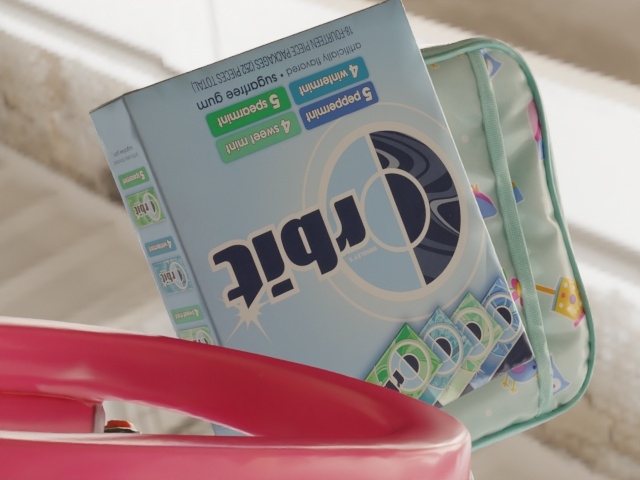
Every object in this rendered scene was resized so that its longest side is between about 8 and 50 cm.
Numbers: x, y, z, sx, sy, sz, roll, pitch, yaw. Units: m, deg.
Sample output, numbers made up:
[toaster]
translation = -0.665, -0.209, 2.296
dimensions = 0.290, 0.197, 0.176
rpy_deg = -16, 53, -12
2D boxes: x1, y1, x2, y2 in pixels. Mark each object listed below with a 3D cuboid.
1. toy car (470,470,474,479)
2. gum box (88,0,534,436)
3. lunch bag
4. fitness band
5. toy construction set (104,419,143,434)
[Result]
[toy car]
translation = 0.081, 0.231, 1.282
dimensions = 0.182, 0.136, 0.159
rpy_deg = 25, -106, 27
[gum box]
translation = 0.000, 0.000, 0.788
dimensions = 0.157, 0.184, 0.041
rpy_deg = -24, -175, -32
[lunch bag]
translation = 0.063, 0.003, 1.147
dimensions = 0.224, 0.279, 0.108
rpy_deg = -16, -171, -22
[fitness band]
translation = -0.086, 0.065, 0.544
dimensions = 0.290, 0.054, 0.209
rpy_deg = 5, -175, -42
[toy construction set]
translation = -0.226, 0.210, 1.174
dimensions = 0.215, 0.328, 0.151
rpy_deg = 0, -111, -13
